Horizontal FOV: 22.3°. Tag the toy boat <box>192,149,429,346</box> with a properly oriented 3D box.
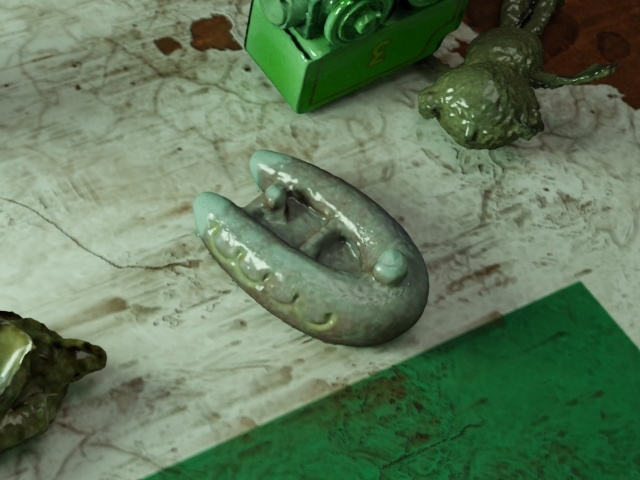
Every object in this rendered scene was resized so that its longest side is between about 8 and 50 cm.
[{"bbox_3d":[0.000,0.000,1.467,0.227,0.085,0.155,39,50,16],"label":"toy boat"}]

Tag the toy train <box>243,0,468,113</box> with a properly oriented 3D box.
[{"bbox_3d":[0.043,-0.242,1.607,0.243,0.188,0.132,-27,66,-23],"label":"toy train"}]

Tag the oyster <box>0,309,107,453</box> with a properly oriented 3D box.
[{"bbox_3d":[-0.343,0.128,1.253,0.361,0.096,0.221,1,57,-13],"label":"oyster"}]

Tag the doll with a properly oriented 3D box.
[{"bbox_3d":[0.186,-0.193,1.698,0.202,0.091,0.286,-1,41,-8],"label":"doll"}]
